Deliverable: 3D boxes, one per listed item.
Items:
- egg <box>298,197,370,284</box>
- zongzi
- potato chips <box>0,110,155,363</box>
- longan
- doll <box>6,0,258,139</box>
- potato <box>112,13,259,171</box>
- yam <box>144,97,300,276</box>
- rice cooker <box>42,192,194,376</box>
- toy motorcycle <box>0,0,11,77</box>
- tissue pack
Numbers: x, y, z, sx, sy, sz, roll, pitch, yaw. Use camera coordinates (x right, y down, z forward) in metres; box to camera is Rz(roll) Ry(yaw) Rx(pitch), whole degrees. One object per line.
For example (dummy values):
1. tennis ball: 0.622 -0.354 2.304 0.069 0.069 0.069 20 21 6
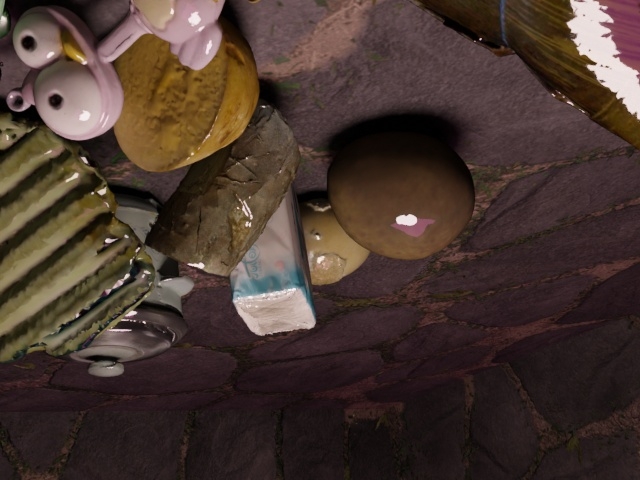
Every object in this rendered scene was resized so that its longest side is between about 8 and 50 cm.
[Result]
1. egg: 0.000 0.004 1.409 0.201 0.164 0.164 -5 157 -21
2. zongzi: 0.276 -0.249 0.587 0.208 0.432 0.403 -39 168 -24
3. potato chips: -0.447 0.014 1.088 0.429 0.358 0.070 -31 -171 23
4. longan: 0.128 -0.078 1.226 0.246 0.215 0.246 29 173 4
5. doll: -0.218 -0.228 0.826 0.365 0.160 0.094 -25 -166 26
6. potato: -0.144 -0.189 0.932 0.178 0.203 0.158 20 -162 27
7. yam: -0.129 -0.066 1.070 0.154 0.254 0.154 26 167 7
8. rice cooker: -0.361 0.083 1.286 0.316 0.317 0.264 -12 156 7
9. toy motorcycle: -0.403 -0.242 0.750 0.196 0.125 0.331 17 144 -32
10. tissue pack: -0.088 -0.001 1.225 0.124 0.271 0.201 -9 156 0
